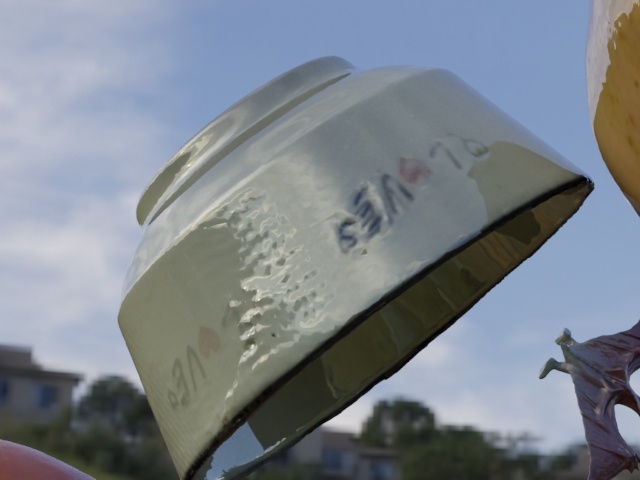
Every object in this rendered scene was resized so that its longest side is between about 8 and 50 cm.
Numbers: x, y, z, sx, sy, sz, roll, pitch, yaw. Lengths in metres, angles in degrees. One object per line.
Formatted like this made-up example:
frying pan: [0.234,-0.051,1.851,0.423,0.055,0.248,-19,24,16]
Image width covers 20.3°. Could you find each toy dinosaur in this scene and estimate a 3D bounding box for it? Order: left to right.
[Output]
toy dinosaur: [0.214,0.108,1.298,0.108,0.220,0.032,31,-35,-1]

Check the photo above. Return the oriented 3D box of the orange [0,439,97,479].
orange: [-0.207,0.233,0.918,0.284,0.284,0.226,18,12,-42]

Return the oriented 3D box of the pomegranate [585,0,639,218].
pomegranate: [0.276,-0.075,0.759,0.338,0.338,0.338,2,-17,1]

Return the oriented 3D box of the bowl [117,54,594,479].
bowl: [0.000,0.000,0.834,0.237,0.126,0.238,-35,-9,-7]
